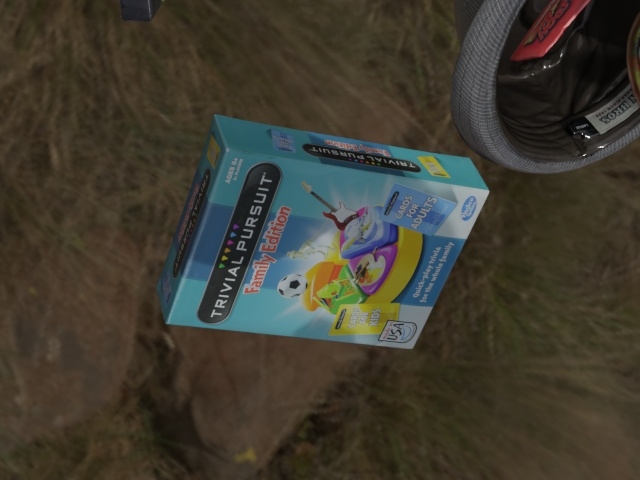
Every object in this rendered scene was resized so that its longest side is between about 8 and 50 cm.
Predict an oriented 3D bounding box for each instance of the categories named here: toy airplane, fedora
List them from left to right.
[{"bbox_3d":[0.184,-0.180,0.927,0.243,0.124,0.275,-23,144,-9],"label":"fedora"},{"bbox_3d":[0.141,-0.135,0.529,0.028,0.151,0.151,36,82,-7],"label":"toy airplane"}]

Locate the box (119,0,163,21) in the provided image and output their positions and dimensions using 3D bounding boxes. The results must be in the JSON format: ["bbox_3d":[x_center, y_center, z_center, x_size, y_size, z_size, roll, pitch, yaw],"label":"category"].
[{"bbox_3d":[-0.128,-0.263,0.997,0.162,0.029,0.116,-75,167,-50],"label":"box"}]

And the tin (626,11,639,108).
[{"bbox_3d":[0.226,-0.059,0.582,0.040,0.189,0.106,-32,138,-27],"label":"tin"}]

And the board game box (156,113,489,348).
[{"bbox_3d":[0.000,0.000,1.518,0.336,0.079,0.254,7,124,-23],"label":"board game box"}]
